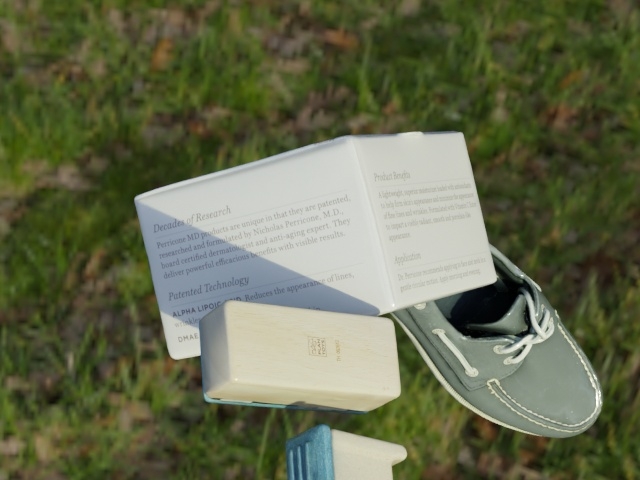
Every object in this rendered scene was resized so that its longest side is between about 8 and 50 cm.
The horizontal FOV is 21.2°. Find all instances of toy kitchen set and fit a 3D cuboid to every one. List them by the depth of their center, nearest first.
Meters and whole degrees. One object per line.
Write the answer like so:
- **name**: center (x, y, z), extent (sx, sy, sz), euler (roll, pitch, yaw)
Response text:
- **toy kitchen set**: center (-0.038, 0.165, 1.063), extent (0.122, 0.166, 0.207), euler (9, 64, -31)

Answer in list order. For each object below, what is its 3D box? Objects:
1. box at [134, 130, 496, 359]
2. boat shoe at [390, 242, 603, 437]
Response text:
- **box**: center (0.000, 0.000, 1.199), extent (0.182, 0.119, 0.181), euler (-14, -2, 28)
- **boat shoe**: center (0.144, 0.074, 1.479), extent (0.116, 0.319, 0.099), euler (-51, 23, -10)
